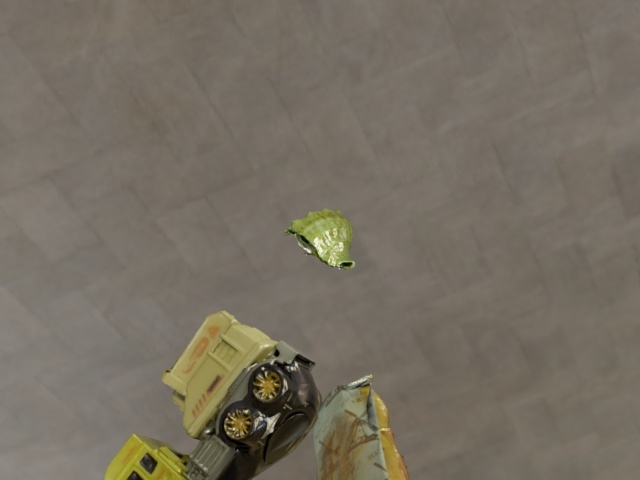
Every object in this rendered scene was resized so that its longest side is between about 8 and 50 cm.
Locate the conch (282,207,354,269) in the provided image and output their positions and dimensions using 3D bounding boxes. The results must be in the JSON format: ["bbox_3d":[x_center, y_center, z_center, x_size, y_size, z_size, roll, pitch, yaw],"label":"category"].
[{"bbox_3d":[0.000,0.000,1.535,0.089,0.121,0.074,2,121,-25],"label":"conch"}]

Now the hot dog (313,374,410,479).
[{"bbox_3d":[0.051,0.300,1.671,0.082,0.270,0.162,20,127,-25],"label":"hot dog"}]

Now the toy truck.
[{"bbox_3d":[-0.187,0.323,2.137,0.405,0.254,0.181,-53,151,-1],"label":"toy truck"}]
